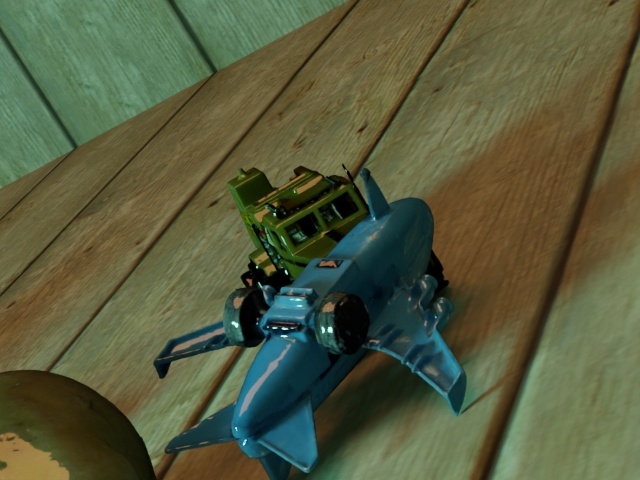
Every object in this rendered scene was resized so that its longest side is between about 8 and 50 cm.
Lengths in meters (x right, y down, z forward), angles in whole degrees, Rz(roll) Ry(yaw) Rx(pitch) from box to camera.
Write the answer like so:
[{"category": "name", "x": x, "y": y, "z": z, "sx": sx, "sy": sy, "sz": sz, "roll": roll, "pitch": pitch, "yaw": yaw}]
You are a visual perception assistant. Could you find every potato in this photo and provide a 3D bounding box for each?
[{"category": "potato", "x": -0.201, "y": 0.176, "z": 1.189, "sx": 0.178, "sy": 0.160, "sz": 0.235, "roll": -53, "pitch": 35, "yaw": -9}]

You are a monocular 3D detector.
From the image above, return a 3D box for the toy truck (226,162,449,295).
[{"category": "toy truck", "x": 0.003, "y": 0.004, "z": 1.421, "sx": 0.127, "sy": 0.127, "sz": 0.257, "roll": -30, "pitch": 18, "yaw": -7}]

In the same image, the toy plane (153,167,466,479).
[{"category": "toy plane", "x": 0.007, "y": 0.054, "z": 1.216, "sx": 0.254, "sy": 0.105, "sz": 0.271, "roll": 2, "pitch": 47, "yaw": 36}]
